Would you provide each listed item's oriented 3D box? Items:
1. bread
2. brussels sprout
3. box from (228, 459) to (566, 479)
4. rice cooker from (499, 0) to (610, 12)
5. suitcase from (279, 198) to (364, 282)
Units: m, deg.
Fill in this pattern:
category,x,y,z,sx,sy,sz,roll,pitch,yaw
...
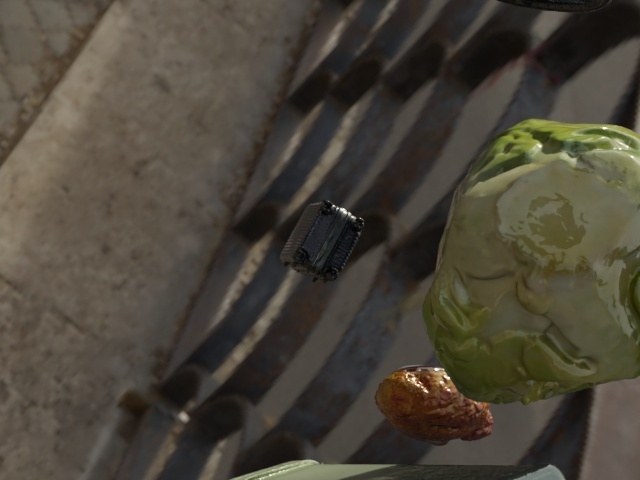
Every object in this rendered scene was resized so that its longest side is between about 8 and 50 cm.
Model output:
category,x,y,z,sx,sy,sz,roll,pitch,yaw
bread,0.158,0.234,2.023,0.269,0.139,0.095,58,33,-60
brussels sprout,0.250,0.028,1.511,0.268,0.344,0.344,20,36,15
box,0.085,0.401,1.515,0.177,0.344,0.352,-6,88,-50
rice cooker,0.248,-0.397,1.662,0.267,0.267,0.224,27,77,-22
suitcase,0.000,0.000,1.682,0.059,0.126,0.086,30,84,-10
